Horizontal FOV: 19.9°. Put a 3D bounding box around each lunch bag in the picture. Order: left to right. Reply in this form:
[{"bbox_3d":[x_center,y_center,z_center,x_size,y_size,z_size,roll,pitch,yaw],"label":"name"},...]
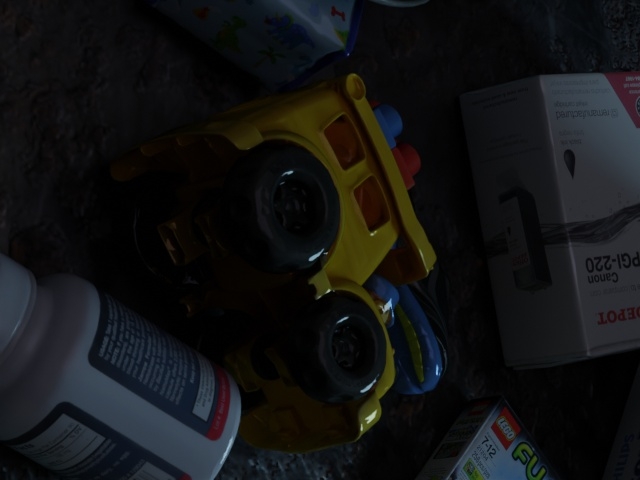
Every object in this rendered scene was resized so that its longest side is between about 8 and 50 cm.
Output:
[{"bbox_3d":[-0.035,-0.198,1.248,0.129,0.096,0.151,36,44,-27],"label":"lunch bag"}]

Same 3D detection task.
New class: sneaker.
[{"bbox_3d":[0.050,0.018,1.300,0.078,0.067,0.188,3,71,-70],"label":"sneaker"}]

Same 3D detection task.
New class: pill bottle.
[{"bbox_3d":[-0.145,0.082,1.075,0.180,0.108,0.108,37,59,-30],"label":"pill bottle"}]

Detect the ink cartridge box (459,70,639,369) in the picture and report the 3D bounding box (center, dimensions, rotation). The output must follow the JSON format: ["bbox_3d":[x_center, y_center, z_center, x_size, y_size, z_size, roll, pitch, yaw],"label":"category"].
[{"bbox_3d":[0.206,-0.018,1.419,0.158,0.092,0.218,-7,87,-42],"label":"ink cartridge box"}]

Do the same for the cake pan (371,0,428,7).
[{"bbox_3d":[0.004,-0.295,1.249,0.293,0.054,0.293,34,36,-30],"label":"cake pan"}]

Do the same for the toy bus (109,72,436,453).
[{"bbox_3d":[0.000,0.000,1.191,0.211,0.149,0.220,-32,104,-40],"label":"toy bus"}]

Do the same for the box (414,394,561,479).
[{"bbox_3d":[0.150,0.229,1.353,0.207,0.036,0.114,54,51,-19],"label":"box"}]

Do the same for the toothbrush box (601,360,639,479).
[{"bbox_3d":[0.379,0.139,1.409,0.122,0.283,0.206,40,57,-27],"label":"toothbrush box"}]
